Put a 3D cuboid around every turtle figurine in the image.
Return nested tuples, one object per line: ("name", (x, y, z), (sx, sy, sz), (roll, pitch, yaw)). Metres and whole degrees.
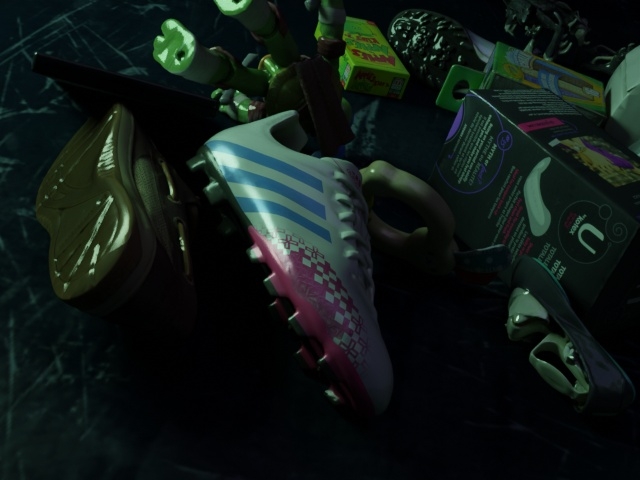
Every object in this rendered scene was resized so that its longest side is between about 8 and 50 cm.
("turtle figurine", (-0.070, -0.234, 1.120), (0.197, 0.275, 0.266), (-8, -17, 30))

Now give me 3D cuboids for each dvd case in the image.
("dvd case", (-0.207, -0.164, 1.020), (0.180, 0.022, 0.253), (14, 5, -13))

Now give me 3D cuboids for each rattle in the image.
("rattle", (0.091, 0.023, 0.976), (0.199, 0.130, 0.143), (43, 41, -14))

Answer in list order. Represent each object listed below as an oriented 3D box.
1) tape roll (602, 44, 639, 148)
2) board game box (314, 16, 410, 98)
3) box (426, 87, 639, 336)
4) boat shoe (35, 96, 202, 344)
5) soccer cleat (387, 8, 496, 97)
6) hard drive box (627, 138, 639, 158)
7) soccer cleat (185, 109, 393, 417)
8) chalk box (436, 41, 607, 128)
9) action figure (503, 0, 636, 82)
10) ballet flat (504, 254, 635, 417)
("tape roll", (0.513, -0.153, 1.312), (0.246, 0.246, 0.169), (24, 32, 5))
("board game box", (0.061, -0.283, 1.436), (0.092, 0.043, 0.181), (6, 35, -23))
("box", (0.268, -0.039, 1.073), (0.143, 0.165, 0.270), (-7, 42, -37))
("boat shoe", (-0.173, -0.021, 0.870), (0.123, 0.123, 0.342), (39, 10, -31))
("soccer cleat", (0.252, -0.265, 1.485), (0.318, 0.109, 0.116), (27, 12, 13))
("hard drive box", (0.441, -0.047, 1.074), (0.089, 0.232, 0.181), (-34, 90, -10))
("soccer cleat", (0.000, 0.000, 0.854), (0.143, 0.116, 0.331), (-28, 57, -11))
("chalk box", (0.272, -0.182, 1.324), (0.213, 0.132, 0.132), (23, 32, 1))
("action figure", (0.407, -0.348, 1.648), (0.275, 0.141, 0.164), (30, 35, -3))
("ballet flat", (0.230, 0.094, 0.947), (0.074, 0.074, 0.203), (-2, 45, -32))
